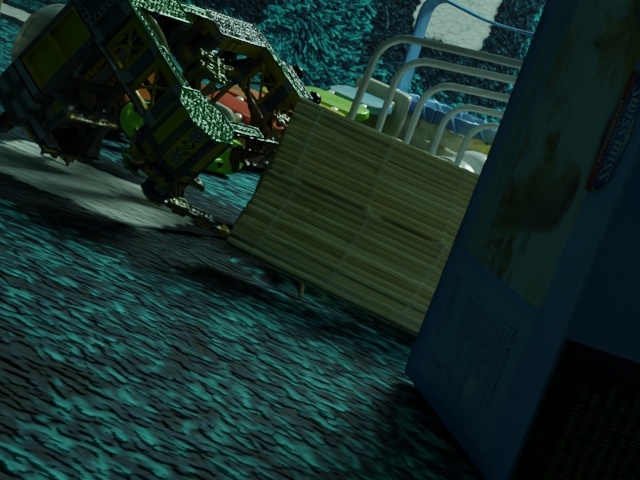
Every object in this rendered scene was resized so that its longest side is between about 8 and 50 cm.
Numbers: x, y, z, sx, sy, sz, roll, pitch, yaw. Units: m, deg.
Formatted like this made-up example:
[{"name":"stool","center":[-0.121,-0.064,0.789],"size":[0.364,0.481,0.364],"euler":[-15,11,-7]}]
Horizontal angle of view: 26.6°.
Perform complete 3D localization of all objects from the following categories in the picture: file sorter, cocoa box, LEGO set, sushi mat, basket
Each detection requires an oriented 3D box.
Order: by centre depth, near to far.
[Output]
[{"name":"cocoa box","center":[0.233,-0.005,0.847],"size":[0.228,0.347,0.231],"euler":[18,10,-14]},{"name":"sushi mat","center":[0.092,0.006,1.096],"size":[0.316,0.151,0.019],"euler":[25,-22,8]},{"name":"LEGO set","center":[-0.144,-0.096,1.264],"size":[0.255,0.192,0.331],"euler":[54,22,12]},{"name":"file sorter","center":[0.152,-0.060,1.290],"size":[0.193,0.173,0.278],"euler":[17,-6,28]},{"name":"basket","center":[0.188,-0.184,1.922],"size":[0.201,0.289,0.255],"euler":[6,20,-41]}]

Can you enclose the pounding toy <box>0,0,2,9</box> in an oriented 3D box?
[{"name":"pounding toy","center":[-0.492,-0.260,1.558],"size":[0.181,0.094,0.206],"euler":[8,5,-33]}]

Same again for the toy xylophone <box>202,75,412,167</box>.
[{"name":"toy xylophone","center":[-0.052,-0.168,1.807],"size":[0.236,0.081,0.323],"euler":[25,27,39]}]

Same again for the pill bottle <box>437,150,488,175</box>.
[{"name":"pill bottle","center":[0.224,-0.050,1.774],"size":[0.215,0.117,0.117],"euler":[12,13,-42]}]

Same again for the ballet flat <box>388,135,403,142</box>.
[{"name":"ballet flat","center":[0.061,-0.071,1.584],"size":[0.107,0.106,0.316],"euler":[22,10,10]}]

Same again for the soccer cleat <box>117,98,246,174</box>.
[{"name":"soccer cleat","center":[-0.164,-0.115,1.529],"size":[0.179,0.060,0.072],"euler":[21,-3,-42]}]

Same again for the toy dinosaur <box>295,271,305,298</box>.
[{"name":"toy dinosaur","center":[0.000,0.000,1.190],"size":[0.112,0.064,0.211],"euler":[27,12,27]}]

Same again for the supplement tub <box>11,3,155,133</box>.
[{"name":"supplement tub","center":[-0.260,-0.197,1.582],"size":[0.190,0.117,0.117],"euler":[26,11,33]}]
